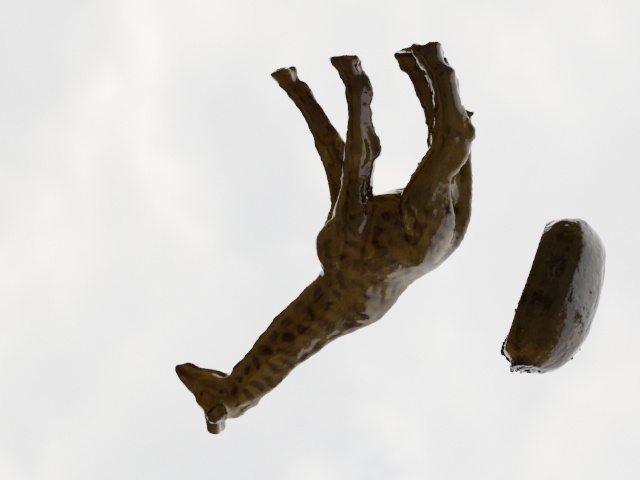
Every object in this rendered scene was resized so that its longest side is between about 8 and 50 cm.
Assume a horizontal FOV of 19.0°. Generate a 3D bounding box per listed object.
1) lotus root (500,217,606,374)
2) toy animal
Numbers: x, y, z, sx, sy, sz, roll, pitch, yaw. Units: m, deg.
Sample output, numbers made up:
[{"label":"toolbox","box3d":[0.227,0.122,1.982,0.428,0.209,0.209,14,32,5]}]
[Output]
[{"label":"lotus root","box3d":[0.113,0.025,0.902,0.037,0.030,0.083,19,-117,8]},{"label":"toy animal","box3d":[0.009,0.004,1.161,0.149,0.054,0.276,20,-78,11]}]
